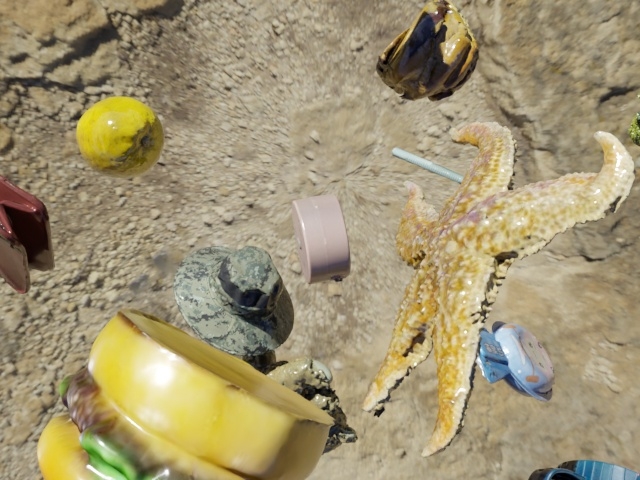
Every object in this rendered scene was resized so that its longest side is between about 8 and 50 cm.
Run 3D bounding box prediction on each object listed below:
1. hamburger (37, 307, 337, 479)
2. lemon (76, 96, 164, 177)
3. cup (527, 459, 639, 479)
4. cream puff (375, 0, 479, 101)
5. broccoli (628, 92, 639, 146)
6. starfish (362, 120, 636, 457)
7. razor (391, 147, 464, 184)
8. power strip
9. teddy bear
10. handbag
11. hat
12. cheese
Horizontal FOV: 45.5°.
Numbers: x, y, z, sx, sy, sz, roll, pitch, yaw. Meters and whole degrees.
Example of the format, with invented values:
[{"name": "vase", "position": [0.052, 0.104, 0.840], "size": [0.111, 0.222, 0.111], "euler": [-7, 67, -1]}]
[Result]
[{"name": "hamburger", "position": [-0.189, 0.299, 1.079], "size": [0.395, 0.396, 0.278], "euler": [28, 86, -1]}, {"name": "lemon", "position": [-0.408, -0.207, 1.550], "size": [0.170, 0.207, 0.170], "euler": [-2, 93, -42]}, {"name": "cup", "position": [0.241, 0.270, 0.667], "size": [0.113, 0.150, 0.138], "euler": [6, 52, 29]}, {"name": "cream puff", "position": [0.136, -0.223, 0.918], "size": [0.104, 0.119, 0.133], "euler": [36, 52, -7]}, {"name": "broccoli", "position": [0.529, -0.189, 1.145], "size": [0.131, 0.120, 0.130], "euler": [-13, 137, 1]}, {"name": "starfish", "position": [0.105, 0.018, 0.622], "size": [0.060, 0.299, 0.303], "euler": [29, 76, -23]}, {"name": "razor", "position": [0.232, -0.126, 1.438], "size": [0.211, 0.084, 0.036], "euler": [30, 111, 4]}, {"name": "power strip", "position": [0.000, 0.000, 1.318], "size": [0.078, 0.154, 0.154], "euler": [-10, 94, -8]}, {"name": "teddy bear", "position": [-0.041, 0.344, 1.587], "size": [0.256, 0.267, 0.156], "euler": [42, 66, -29]}, {"name": "handbag", "position": [-0.574, -0.051, 1.273], "size": [0.275, 0.260, 0.084], "euler": [37, 62, 2]}, {"name": "hat", "position": [-0.147, 0.088, 1.501], "size": [0.265, 0.265, 0.128], "euler": [36, 133, -1]}, {"name": "cheese", "position": [0.278, 0.169, 1.108], "size": [0.052, 0.244, 0.135], "euler": [-39, 53, 24]}]
